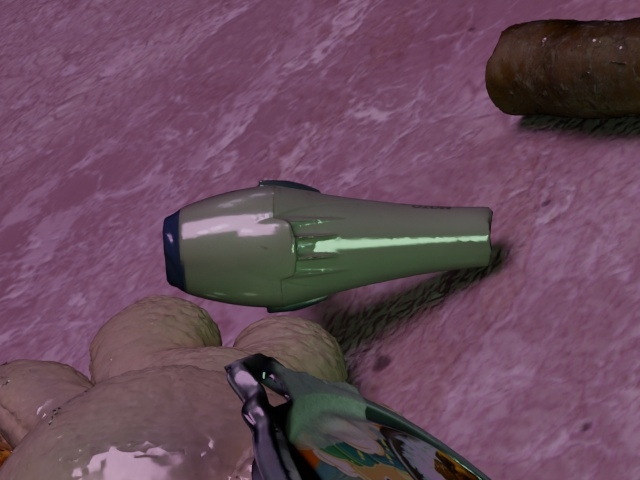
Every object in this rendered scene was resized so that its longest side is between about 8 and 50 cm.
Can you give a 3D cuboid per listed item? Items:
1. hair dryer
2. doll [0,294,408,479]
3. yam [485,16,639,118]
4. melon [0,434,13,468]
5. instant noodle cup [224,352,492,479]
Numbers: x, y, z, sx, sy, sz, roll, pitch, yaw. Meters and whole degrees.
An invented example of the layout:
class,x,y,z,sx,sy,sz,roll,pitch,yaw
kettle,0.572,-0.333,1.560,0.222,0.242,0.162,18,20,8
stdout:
class,x,y,z,sx,sy,sz,roll,pitch,yaw
hair dryer,0.017,0.000,1.003,0.167,0.067,0.199,0,2,14
doll,-0.050,0.102,0.830,0.175,0.149,0.278,-22,14,12
yam,0.176,-0.089,0.947,0.061,0.061,0.253,-48,27,-23
melon,-0.149,0.154,0.922,0.128,0.079,0.160,-59,30,-5
instant noodle cup,0.014,0.153,0.627,0.125,0.177,0.208,-50,64,13
